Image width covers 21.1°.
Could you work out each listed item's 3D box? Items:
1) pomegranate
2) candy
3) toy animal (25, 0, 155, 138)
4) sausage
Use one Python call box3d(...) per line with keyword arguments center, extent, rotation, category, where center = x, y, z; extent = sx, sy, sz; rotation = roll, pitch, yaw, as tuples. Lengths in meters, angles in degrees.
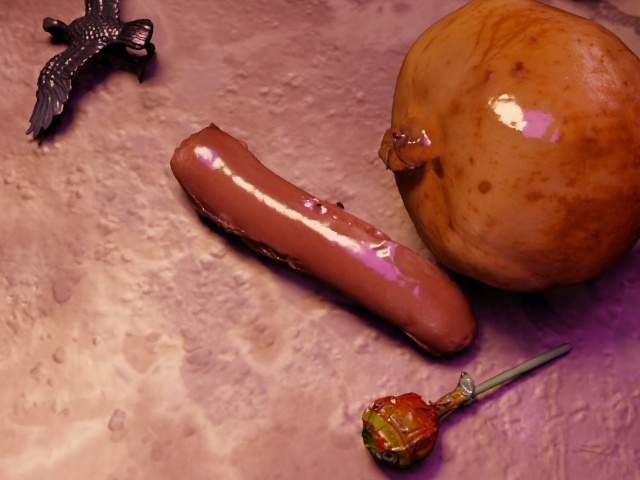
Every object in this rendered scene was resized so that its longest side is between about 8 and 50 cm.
box3d(center=(0.161, -0.078, 1.397), extent=(0.248, 0.248, 0.248), rotation=(0, 65, 0), category="pomegranate")
box3d(center=(0.123, 0.126, 1.403), extent=(0.201, 0.060, 0.060), rotation=(-25, 67, -20), category="candy")
box3d(center=(-0.198, -0.184, 1.533), extent=(0.108, 0.062, 0.220), rotation=(19, 72, 8), category="toy animal")
box3d(center=(0.001, -0.001, 1.442), extent=(0.304, 0.078, 0.078), rotation=(32, 69, 14), category="sausage")
